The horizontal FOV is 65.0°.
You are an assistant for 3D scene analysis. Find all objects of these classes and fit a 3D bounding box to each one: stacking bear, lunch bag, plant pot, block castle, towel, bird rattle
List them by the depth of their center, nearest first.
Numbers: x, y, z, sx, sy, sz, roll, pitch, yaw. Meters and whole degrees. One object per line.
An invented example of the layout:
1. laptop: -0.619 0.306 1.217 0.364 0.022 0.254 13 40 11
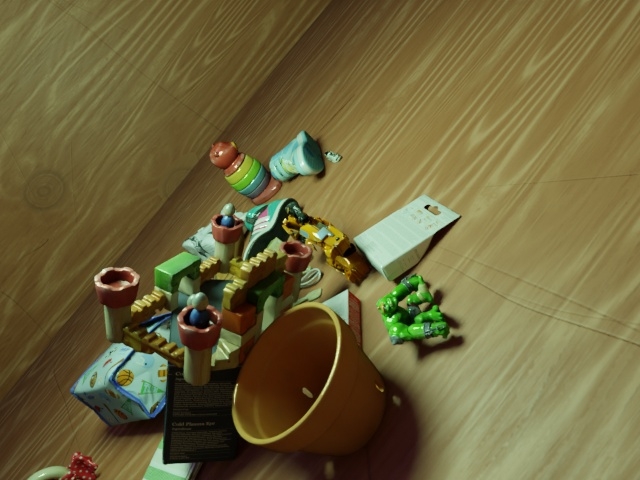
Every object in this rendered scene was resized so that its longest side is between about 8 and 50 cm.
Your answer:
1. plant pot: -0.005 0.298 1.011 0.291 0.203 0.290 -34 34 27
2. block castle: -0.239 0.090 1.152 0.453 0.303 0.212 -37 -37 -55
3. towel: -0.398 0.619 1.354 0.248 0.038 0.324 -14 46 47
4. bird rattle: -0.848 0.801 1.611 0.143 0.207 0.253 37 97 43
5. lunch bag: -0.590 0.392 1.692 0.328 0.238 0.385 -22 23 41
6. stacking bear: -0.318 -0.288 2.030 0.164 0.289 0.175 -41 30 16

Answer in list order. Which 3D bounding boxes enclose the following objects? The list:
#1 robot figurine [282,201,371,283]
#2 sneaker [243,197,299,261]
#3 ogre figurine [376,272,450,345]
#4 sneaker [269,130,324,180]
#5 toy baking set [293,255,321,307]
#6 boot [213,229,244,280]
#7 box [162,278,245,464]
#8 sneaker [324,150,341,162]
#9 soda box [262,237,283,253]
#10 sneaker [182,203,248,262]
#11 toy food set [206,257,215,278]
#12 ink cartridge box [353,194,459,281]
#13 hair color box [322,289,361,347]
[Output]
1. robot figurine: 0.000 0.000 1.353 0.085 0.211 0.291 -47 38 -10
2. sneaker: -0.209 -0.025 1.742 0.179 0.123 0.295 -1 49 49
3. ogre figurine: 0.184 0.150 1.043 0.118 0.096 0.197 -26 48 5
4. sneaker: -0.102 -0.278 1.896 0.208 0.127 0.319 -37 22 18
5. toy baking set: -0.084 0.131 1.489 0.197 0.030 0.256 -45 29 8
6. boot: -0.303 0.089 1.684 0.283 0.109 0.220 -71 23 12
7. box: -0.295 0.316 1.270 0.343 0.179 0.312 -113 29 -58
8. sneaker: 0.042 -0.304 1.813 0.031 0.037 0.083 -54 31 -10
9. soda box: -0.173 0.082 1.609 0.181 0.061 0.058 -58 13 -24
10. sneaker: -0.413 -0.022 2.025 0.366 0.137 0.210 -7 43 56
11. toy food set: -0.419 0.153 1.893 0.111 0.105 0.232 -54 8 20
12. ink cartridge box: 0.214 -0.013 1.248 0.225 0.056 0.181 -31 29 -5
13. hair color box: 0.046 0.210 1.197 0.093 0.053 0.167 -31 33 28
